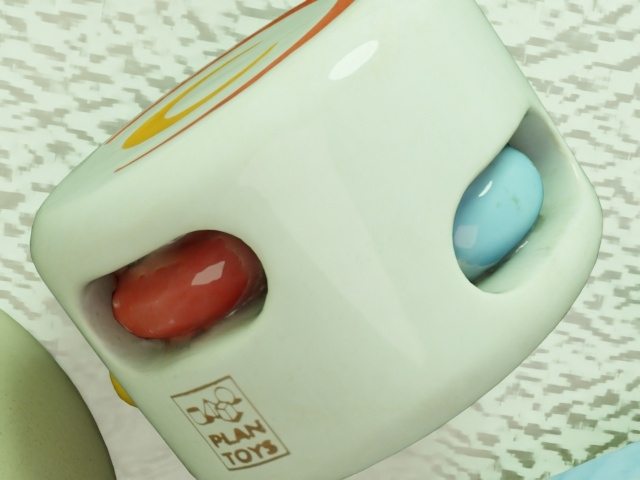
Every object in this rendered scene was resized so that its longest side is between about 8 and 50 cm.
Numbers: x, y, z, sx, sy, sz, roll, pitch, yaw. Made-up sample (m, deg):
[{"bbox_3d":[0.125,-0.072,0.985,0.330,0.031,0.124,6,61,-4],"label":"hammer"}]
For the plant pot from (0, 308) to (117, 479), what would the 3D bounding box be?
[{"bbox_3d":[-0.214,0.153,0.585,0.284,0.191,0.284,-1,98,-8],"label":"plant pot"}]

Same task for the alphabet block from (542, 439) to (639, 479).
[{"bbox_3d":[0.200,0.196,0.617,0.192,0.193,0.197,-23,115,9],"label":"alphabet block"}]

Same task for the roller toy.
[{"bbox_3d":[0.000,0.000,0.589,0.209,0.191,0.146,-35,103,-2],"label":"roller toy"}]
